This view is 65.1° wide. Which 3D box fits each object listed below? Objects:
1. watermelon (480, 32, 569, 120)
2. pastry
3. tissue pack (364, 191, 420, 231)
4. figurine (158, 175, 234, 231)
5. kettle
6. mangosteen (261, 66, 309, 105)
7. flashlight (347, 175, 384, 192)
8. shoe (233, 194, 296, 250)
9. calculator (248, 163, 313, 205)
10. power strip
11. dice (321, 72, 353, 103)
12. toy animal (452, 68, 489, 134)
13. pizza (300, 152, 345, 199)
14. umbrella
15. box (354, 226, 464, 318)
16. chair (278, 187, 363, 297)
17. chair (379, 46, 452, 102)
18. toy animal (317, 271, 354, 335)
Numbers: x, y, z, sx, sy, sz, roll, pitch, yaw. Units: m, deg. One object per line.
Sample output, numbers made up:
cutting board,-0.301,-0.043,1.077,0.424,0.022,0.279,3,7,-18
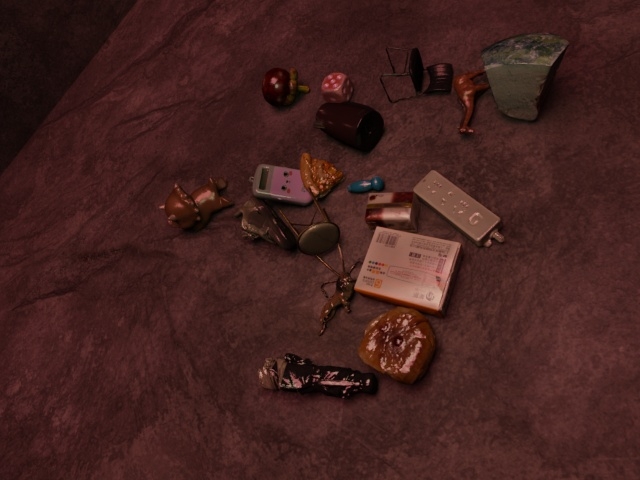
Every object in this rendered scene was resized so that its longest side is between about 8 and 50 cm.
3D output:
watermelon,0.617,-0.493,1.535,0.229,0.258,0.387,-12,19,15
pastry,0.214,0.293,1.390,0.219,0.100,0.228,-30,55,9
tissue pack,0.226,-0.090,1.578,0.149,0.099,0.105,-1,65,25
figurine,-0.481,-0.151,1.897,0.247,0.173,0.177,-30,56,9
kettle,0.105,-0.434,1.794,0.202,0.144,0.232,-41,50,-23
mangosteen,-0.146,-0.607,1.995,0.182,0.155,0.145,18,38,14
flashlight,0.152,-0.185,1.693,0.129,0.051,0.051,-9,62,24
shoe,-0.204,-0.035,1.753,0.149,0.109,0.293,-41,51,5
calculator,-0.132,-0.197,1.779,0.247,0.045,0.141,10,62,-4
power strip,0.417,-0.095,1.517,0.098,0.058,0.338,-44,56,-1
dice,0.063,-0.574,1.905,0.094,0.093,0.091,13,71,29
toy animal,0.501,-0.465,1.660,0.230,0.066,0.224,-32,62,-6
pizza,0.009,-0.226,1.755,0.162,0.062,0.181,3,60,-7
umbrella,-0.014,0.392,1.444,0.358,0.106,0.112,-1,61,25
box,0.261,0.090,1.475,0.274,0.091,0.220,14,73,30
chair,0.000,0.000,1.610,0.160,0.170,0.325,-31,50,4
chair,0.339,-0.589,1.754,0.221,0.145,0.140,2,67,25
toy animal,0.053,0.202,1.532,0.086,0.069,0.219,33,94,35
